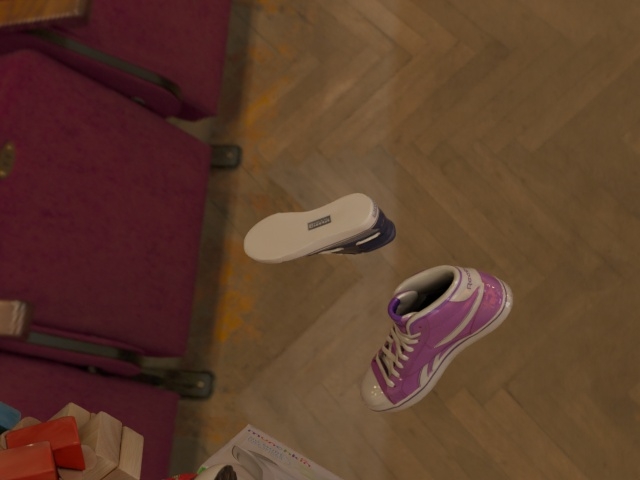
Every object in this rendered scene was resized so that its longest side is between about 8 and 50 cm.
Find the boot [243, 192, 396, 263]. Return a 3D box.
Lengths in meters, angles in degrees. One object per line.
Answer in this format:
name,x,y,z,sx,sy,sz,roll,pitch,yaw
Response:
boot,0.000,0.000,1.033,0.190,0.086,0.069,-14,61,24

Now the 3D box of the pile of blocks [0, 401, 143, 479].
pile of blocks,-0.222,0.140,0.468,0.112,0.362,0.149,-39,85,17

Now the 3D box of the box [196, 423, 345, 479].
box,-0.018,0.334,0.859,0.262,0.231,0.127,29,91,8

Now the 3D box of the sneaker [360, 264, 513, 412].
sneaker,0.118,0.132,1.118,0.282,0.161,0.102,-50,47,23

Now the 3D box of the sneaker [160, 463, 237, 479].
sneaker,-0.151,0.250,0.592,0.118,0.279,0.107,-10,88,16
